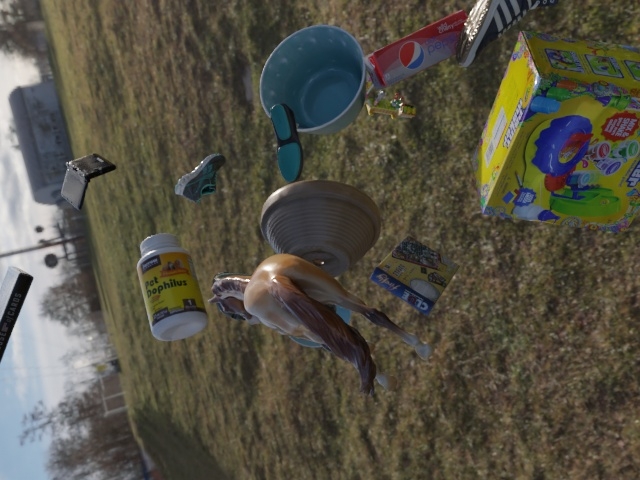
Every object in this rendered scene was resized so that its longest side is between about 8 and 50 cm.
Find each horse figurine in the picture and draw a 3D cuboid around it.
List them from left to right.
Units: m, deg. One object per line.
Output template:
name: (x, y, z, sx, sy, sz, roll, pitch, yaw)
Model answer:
horse figurine: (-0.011, 0.065, 0.510, 0.175, 0.066, 0.263, 32, 169, -4)

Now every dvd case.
dvd case: (-0.587, 0.140, 1.104, 0.239, 0.030, 0.179, 1, 72, 58)

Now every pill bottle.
pill bottle: (-0.320, 0.096, 1.272, 0.117, 0.117, 0.214, 108, 144, -59)

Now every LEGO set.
LEGO set: (0.173, -0.457, 1.802, 0.287, 0.132, 0.107, 33, 141, -3)

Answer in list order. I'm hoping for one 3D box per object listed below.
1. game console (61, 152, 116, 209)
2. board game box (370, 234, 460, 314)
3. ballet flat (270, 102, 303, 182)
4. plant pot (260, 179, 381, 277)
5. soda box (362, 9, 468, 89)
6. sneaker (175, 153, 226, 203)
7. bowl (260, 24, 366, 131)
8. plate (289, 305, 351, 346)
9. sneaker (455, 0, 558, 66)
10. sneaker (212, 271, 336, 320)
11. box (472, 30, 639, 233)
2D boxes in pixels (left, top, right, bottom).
game console: (-0.516, -0.133, 1.327, 0.122, 0.107, 0.071, 28, 136, 43)
board game box: (0.245, 0.080, 1.516, 0.165, 0.243, 0.042, 33, 120, 13)
ballet flat: (-0.076, -0.243, 1.497, 0.074, 0.074, 0.203, 162, 97, -72)
plant pot: (0.000, 0.000, 1.154, 0.237, 0.238, 0.109, 102, 172, -53)
soda box: (0.243, -0.462, 1.454, 0.092, 0.263, 0.083, 64, 170, -14)
sneaker: (-0.282, -0.150, 1.486, 0.076, 0.166, 0.065, 37, 147, 6)
bowl: (0.005, -0.421, 1.674, 0.163, 0.312, 0.311, 30, -146, -63)
plate: (-0.014, 0.183, 1.543, 0.024, 0.188, 0.188, 86, 164, -72)
sneaker: (0.427, -0.510, 1.347, 0.099, 0.153, 0.282, -108, 37, -64)
sneaker: (-0.088, 0.110, 1.172, 0.106, 0.268, 0.101, 35, 104, 57)
box: (0.462, -0.190, 1.085, 0.177, 0.279, 0.289, -85, 3, -46)
